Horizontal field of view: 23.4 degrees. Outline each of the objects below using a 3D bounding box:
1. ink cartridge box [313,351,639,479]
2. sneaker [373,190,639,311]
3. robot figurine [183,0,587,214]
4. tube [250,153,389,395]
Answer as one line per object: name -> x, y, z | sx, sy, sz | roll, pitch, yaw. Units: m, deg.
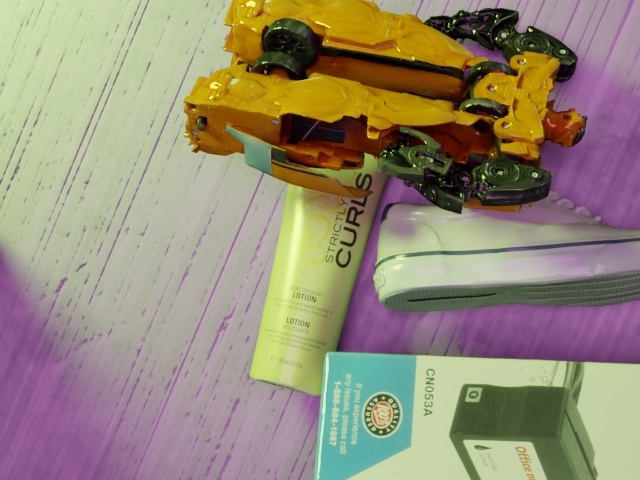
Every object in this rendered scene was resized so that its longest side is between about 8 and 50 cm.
ink cartridge box -> 0.151, 0.209, 1.128 | 0.307, 0.129, 0.223 | 2, 62, 7
sneaker -> 0.169, -0.001, 1.187 | 0.258, 0.094, 0.091 | -2, 72, -1
robot figurine -> 0.055, -0.105, 1.175 | 0.291, 0.085, 0.211 | 13, 50, 7
tube -> 0.000, 0.000, 1.225 | 0.070, 0.062, 0.240 | 19, 82, -35
